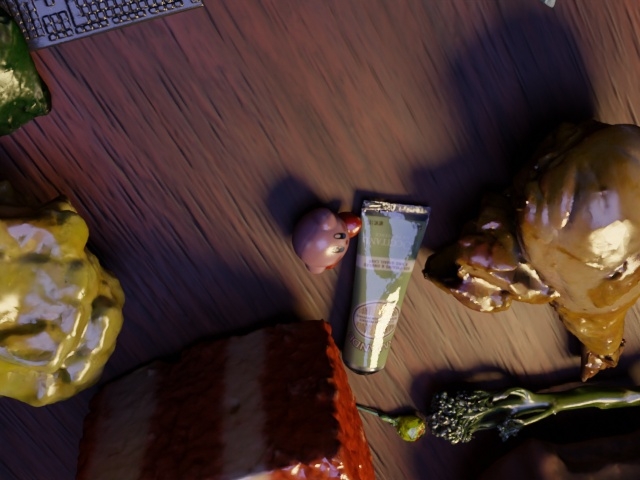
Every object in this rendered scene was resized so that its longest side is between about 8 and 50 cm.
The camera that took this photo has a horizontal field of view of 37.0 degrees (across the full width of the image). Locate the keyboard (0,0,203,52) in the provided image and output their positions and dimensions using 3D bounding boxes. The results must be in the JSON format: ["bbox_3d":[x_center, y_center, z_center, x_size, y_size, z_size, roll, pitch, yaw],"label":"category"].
[{"bbox_3d":[-0.226,-0.244,0.981,0.202,0.011,0.067,-15,118,-3],"label":"keyboard"}]

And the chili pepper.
[{"bbox_3d":[-0.410,-0.144,0.932,0.265,0.116,0.148,-6,136,-4],"label":"chili pepper"}]

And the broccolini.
[{"bbox_3d":[0.336,0.225,1.264,0.392,0.074,0.079,-4,159,2],"label":"broccolini"}]

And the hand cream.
[{"bbox_3d":[0.070,0.064,1.176,0.086,0.055,0.235,5,112,-16],"label":"hand cream"}]

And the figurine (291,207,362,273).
[{"bbox_3d":[0.000,0.000,1.117,0.067,0.071,0.083,24,106,23],"label":"figurine"}]

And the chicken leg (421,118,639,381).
[{"bbox_3d":[0.278,0.037,1.162,0.295,0.182,0.409,-16,135,8],"label":"chicken leg"}]

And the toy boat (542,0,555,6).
[{"bbox_3d":[0.286,-0.317,1.030,0.149,0.034,0.105,-22,121,1],"label":"toy boat"}]

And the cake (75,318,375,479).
[{"bbox_3d":[-0.100,0.287,1.127,0.320,0.269,0.270,-15,119,5],"label":"cake"}]

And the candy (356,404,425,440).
[{"bbox_3d":[0.084,0.236,1.278,0.123,0.035,0.035,24,78,-12],"label":"candy"}]

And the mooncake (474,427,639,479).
[{"bbox_3d":[0.373,0.376,1.285,0.326,0.174,0.334,23,127,-31],"label":"mooncake"}]

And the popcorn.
[{"bbox_3d":[-0.342,0.053,0.995,0.286,0.215,0.252,23,110,-34],"label":"popcorn"}]
